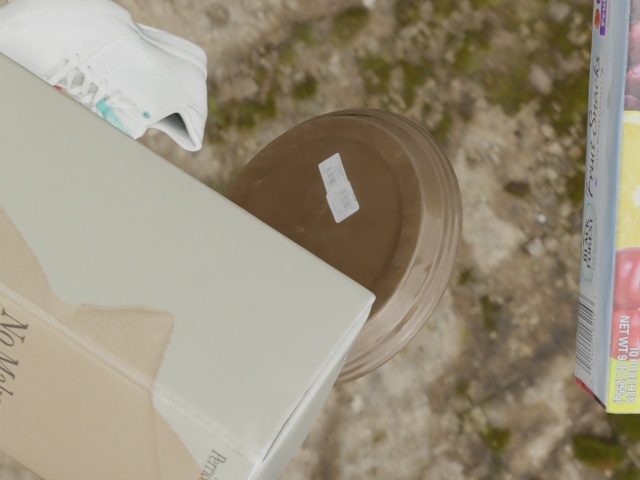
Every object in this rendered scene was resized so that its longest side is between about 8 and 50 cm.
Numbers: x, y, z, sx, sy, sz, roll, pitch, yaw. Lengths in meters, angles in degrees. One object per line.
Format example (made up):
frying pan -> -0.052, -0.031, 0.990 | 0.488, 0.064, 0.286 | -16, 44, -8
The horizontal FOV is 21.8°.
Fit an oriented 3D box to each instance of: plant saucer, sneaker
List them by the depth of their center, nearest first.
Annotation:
sneaker -> -0.159, -0.120, 1.241 | 0.080, 0.094, 0.212 | -23, 156, 38
plant saucer -> 0.000, 0.000, 1.516 | 0.278, 0.278, 0.041 | -45, 140, 9

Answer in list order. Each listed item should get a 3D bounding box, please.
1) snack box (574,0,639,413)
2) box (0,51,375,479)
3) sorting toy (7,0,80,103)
snack box -> 0.127, -0.024, 0.466 | 0.100, 0.037, 0.141 | 0, 100, -8
box -> -0.144, 0.019, 0.846 | 0.311, 0.121, 0.148 | 32, 141, 7
sorting toy -> -0.304, -0.142, 1.682 | 0.132, 0.046, 0.275 | -10, 106, -25
